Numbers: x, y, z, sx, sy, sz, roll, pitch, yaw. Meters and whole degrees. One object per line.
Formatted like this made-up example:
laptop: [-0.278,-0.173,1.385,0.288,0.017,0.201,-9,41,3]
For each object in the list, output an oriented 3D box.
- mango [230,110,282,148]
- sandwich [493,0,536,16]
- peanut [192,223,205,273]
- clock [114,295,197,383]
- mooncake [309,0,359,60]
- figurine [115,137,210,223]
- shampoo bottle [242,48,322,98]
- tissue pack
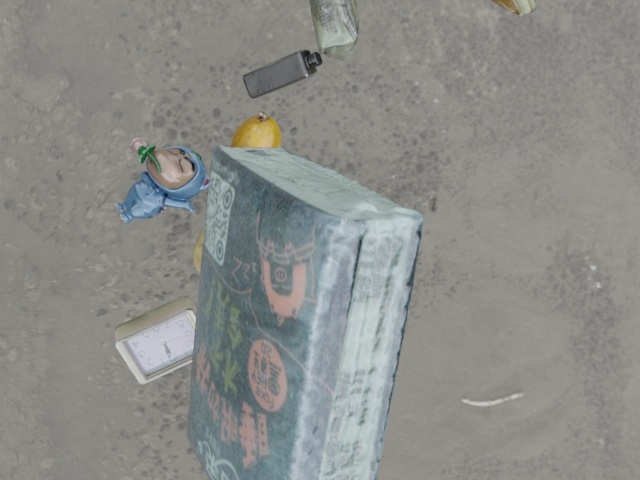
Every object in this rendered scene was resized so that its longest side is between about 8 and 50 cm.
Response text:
mango: [-0.172,-0.202,1.572,0.119,0.317,0.177,21,51,6]
sandwich: [0.397,-0.566,1.272,0.079,0.114,0.163,-30,63,-35]
peanut: [-0.200,-0.042,1.302,0.111,0.125,0.275,10,73,13]
clock: [-0.367,0.236,1.428,0.191,0.071,0.147,-24,120,-7]
mooncake: [0.047,-0.675,1.807,0.136,0.250,0.255,-10,102,8]
figurine: [-0.293,-0.106,1.081,0.178,0.114,0.144,-37,147,-4]
shampoo bottle: [-0.107,-0.494,1.778,0.080,0.245,0.079,-42,115,-57]
tissue pack: [-0.036,0.092,0.528,0.103,0.228,0.316,-3,111,-31]
